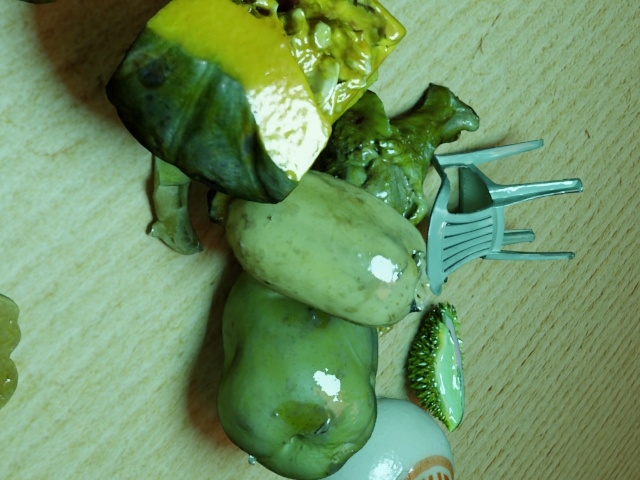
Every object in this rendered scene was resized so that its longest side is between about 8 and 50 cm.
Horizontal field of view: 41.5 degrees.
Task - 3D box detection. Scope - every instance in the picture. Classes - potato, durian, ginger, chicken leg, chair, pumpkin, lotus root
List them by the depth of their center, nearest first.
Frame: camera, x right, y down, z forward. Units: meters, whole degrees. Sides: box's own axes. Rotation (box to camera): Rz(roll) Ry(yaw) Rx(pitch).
[{"bbox_3d":[-0.064,-0.188,0.868,0.225,0.256,0.303,41,70,-8],"label":"pumpkin"},{"bbox_3d":[0.000,0.000,0.986,0.160,0.284,0.146,-68,-178,-71],"label":"lotus root"},{"bbox_3d":[-0.175,-0.040,1.010,0.057,0.044,0.137,-42,137,-49],"label":"ginger"},{"bbox_3d":[-0.025,0.135,1.113,0.218,0.202,0.350,5,78,-22],"label":"potato"},{"bbox_3d":[0.094,-0.133,1.191,0.211,0.140,0.361,58,42,-28],"label":"chicken leg"},{"bbox_3d":[0.267,-0.035,1.360,0.275,0.190,0.203,-10,117,-11],"label":"chair"},{"bbox_3d":[0.201,0.211,1.465,0.137,0.096,0.220,-26,115,-76],"label":"durian"}]

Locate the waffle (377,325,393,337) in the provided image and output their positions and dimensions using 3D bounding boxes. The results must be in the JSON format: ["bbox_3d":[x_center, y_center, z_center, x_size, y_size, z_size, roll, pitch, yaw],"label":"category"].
[{"bbox_3d":[0.063,0.097,1.309,0.102,0.042,0.148,-31,127,-31],"label":"waffle"}]

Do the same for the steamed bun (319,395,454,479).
[{"bbox_3d":[0.112,0.407,1.398,0.283,0.177,0.283,-21,122,-38],"label":"steamed bun"}]

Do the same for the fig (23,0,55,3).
[{"bbox_3d":[-0.272,-0.267,0.791,0.074,0.074,0.088,-18,102,-39],"label":"fig"}]

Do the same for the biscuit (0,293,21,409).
[{"bbox_3d":[-0.393,0.161,0.884,0.144,0.040,0.236,26,87,-55],"label":"biscuit"}]
